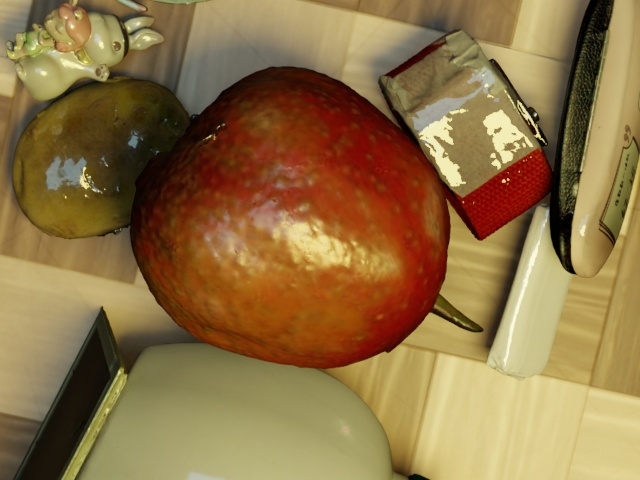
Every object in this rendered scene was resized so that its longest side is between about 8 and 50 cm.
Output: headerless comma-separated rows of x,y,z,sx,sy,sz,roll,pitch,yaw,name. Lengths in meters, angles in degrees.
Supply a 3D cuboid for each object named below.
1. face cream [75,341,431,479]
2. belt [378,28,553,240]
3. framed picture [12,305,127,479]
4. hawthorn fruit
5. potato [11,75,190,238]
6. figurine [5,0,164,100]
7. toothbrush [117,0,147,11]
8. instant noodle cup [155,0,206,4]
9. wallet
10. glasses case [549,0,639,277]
-0.060,0.273,1.329,0.357,0.219,0.312,26,83,-1,face cream
0.156,-0.112,1.353,0.124,0.128,0.201,-34,103,1,belt
-0.268,0.223,1.329,0.018,0.231,0.293,26,94,-17,framed picture
0.000,0.000,1.291,0.369,0.285,0.284,26,93,-10,hawthorn fruit
-0.225,-0.082,1.379,0.200,0.081,0.164,-31,95,4,potato
-0.239,-0.199,1.359,0.146,0.098,0.081,-25,82,3,figurine
-0.265,-0.281,1.388,0.193,0.013,0.019,27,100,3,toothbrush
-0.151,-0.407,1.263,0.340,0.266,0.339,0,94,1,instant noodle cup
0.226,0.055,1.390,0.033,0.095,0.190,19,96,39,wallet
0.282,-0.118,1.330,0.075,0.122,0.314,7,76,23,glasses case
